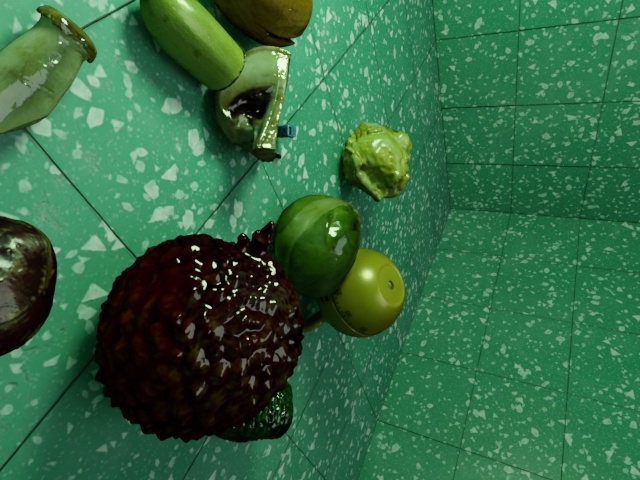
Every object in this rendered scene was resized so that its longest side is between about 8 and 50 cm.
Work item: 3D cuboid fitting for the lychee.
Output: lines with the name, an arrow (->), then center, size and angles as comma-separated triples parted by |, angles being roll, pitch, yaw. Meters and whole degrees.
lychee -> -0.233, 0.172, 0.886 | 0.499, 0.425, 0.425 | -57, 148, -2

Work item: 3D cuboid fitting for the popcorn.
popcorn -> 0.231, -0.323, 1.747 | 0.312, 0.313, 0.311 | -23, 116, -58

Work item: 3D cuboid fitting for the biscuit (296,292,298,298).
biscuit -> -0.101, 0.194, 1.522 | 0.071, 0.019, 0.147 | 11, 86, -60

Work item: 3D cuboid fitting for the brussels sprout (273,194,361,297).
brussels sprout -> 0.000, 0.000, 1.393 | 0.371, 0.276, 0.314 | -63, 150, -33

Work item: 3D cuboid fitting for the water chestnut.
water chestnut -> -0.498, 0.065, 0.588 | 0.224, 0.224, 0.238 | -34, 162, -54

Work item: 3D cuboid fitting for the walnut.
walnut -> -0.153, -0.615, 1.047 | 0.336, 0.209, 0.208 | -12, 107, -61

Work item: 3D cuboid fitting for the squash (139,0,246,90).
squash -> -0.289, -0.451, 0.914 | 0.247, 0.133, 0.132 | 28, 72, -58

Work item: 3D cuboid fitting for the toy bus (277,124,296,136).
toy bus -> -0.116, -0.341, 1.299 | 0.046, 0.083, 0.038 | -12, 107, -48

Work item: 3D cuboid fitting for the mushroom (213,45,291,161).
mushroom -> -0.188, -0.349, 1.139 | 0.217, 0.212, 0.291 | 159, -70, -73

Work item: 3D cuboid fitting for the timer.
timer -> 0.118, 0.208, 1.605 | 0.376, 0.387, 0.375 | 23, 56, -39

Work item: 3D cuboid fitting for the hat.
hat -> -0.203, 0.414, 1.231 | 0.274, 0.243, 0.332 | 92, -5, -60

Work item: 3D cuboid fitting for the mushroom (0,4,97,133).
mushroom -> -0.484, -0.231, 0.655 | 0.107, 0.087, 0.333 | 51, 56, -48
